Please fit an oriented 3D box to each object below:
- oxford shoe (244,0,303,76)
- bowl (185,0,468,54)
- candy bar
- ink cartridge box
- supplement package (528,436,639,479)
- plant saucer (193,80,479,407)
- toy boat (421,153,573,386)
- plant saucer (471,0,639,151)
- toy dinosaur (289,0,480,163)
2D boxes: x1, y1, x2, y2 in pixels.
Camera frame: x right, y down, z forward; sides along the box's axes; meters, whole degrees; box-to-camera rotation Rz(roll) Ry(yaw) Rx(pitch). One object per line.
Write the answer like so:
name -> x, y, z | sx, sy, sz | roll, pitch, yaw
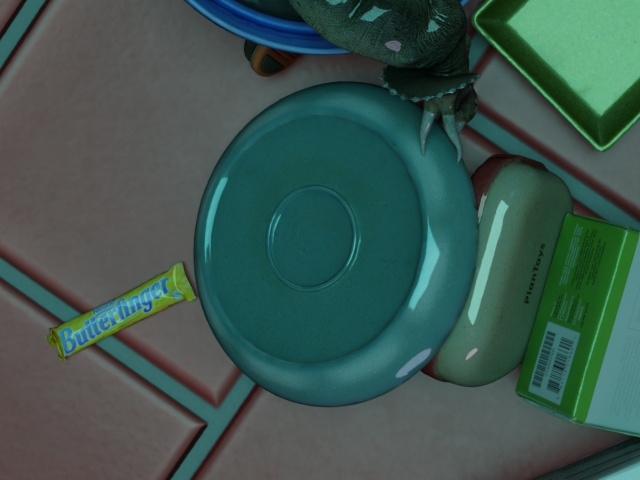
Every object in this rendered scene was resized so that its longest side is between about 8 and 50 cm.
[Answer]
oxford shoe -> -0.013, -0.291, 1.589 | 0.098, 0.097, 0.271 | 29, 89, 22
bowl -> 0.002, -0.366, 1.478 | 0.391, 0.077, 0.391 | -1, 96, -9
candy bar -> -0.205, 0.075, 1.643 | 0.161, 0.018, 0.040 | -26, 90, 4
ink cartridge box -> 0.339, 0.097, 1.570 | 0.255, 0.097, 0.189 | 14, 93, -30
supplement package -> 0.283, 0.349, 1.548 | 0.204, 0.145, 0.262 | -24, 90, 6
plant saucer -> 0.000, 0.000, 1.541 | 0.317, 0.043, 0.318 | -4, 82, 30
toy boat -> 0.141, 0.023, 1.569 | 0.151, 0.151, 0.231 | 18, 93, 34
plant saucer -> 0.276, -0.216, 1.580 | 0.188, 0.045, 0.188 | -45, 89, 5
toy dinosaur -> 0.049, -0.220, 1.404 | 0.313, 0.121, 0.160 | 34, 76, -16
